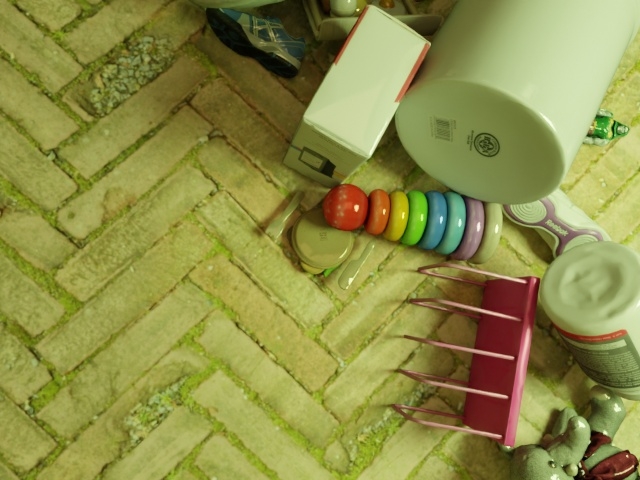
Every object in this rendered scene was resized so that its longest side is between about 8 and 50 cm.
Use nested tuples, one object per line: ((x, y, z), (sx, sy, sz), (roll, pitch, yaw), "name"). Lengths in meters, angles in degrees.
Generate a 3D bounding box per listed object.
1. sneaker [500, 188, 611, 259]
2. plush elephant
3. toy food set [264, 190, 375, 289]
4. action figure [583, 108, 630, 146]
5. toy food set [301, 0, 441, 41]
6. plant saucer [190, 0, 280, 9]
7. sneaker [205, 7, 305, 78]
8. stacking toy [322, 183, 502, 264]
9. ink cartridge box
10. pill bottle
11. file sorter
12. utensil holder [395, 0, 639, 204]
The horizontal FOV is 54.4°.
((0.477, -0.057, 1.249), (0.305, 0.114, 0.152), (38, 38, -22), "sneaker")
((0.456, 0.412, 1.125), (0.255, 0.272, 0.330), (29, 106, -30), "plush elephant")
((0.000, 0.000, 1.218), (0.192, 0.038, 0.132), (36, 73, 2), "toy food set")
((0.535, -0.244, 1.306), (0.232, 0.063, 0.137), (6, 92, -6), "action figure")
((0.078, -0.486, 1.183), (0.219, 0.092, 0.306), (-7, 50, -10), "toy food set")
((-0.081, -0.551, 1.157), (0.400, 0.100, 0.401), (-13, 55, 19), "plant saucer")
((-0.125, -0.403, 1.219), (0.211, 0.080, 0.081), (30, 74, -14), "sneaker")
((0.168, -0.044, 1.185), (0.329, 0.141, 0.141), (8, 83, -10), "stacking toy")
((0.049, -0.235, 1.106), (0.131, 0.306, 0.226), (28, 82, -5), "ink cartridge box")
((0.524, 0.158, 1.105), (0.176, 0.176, 0.318), (-50, 127, -10), "pill bottle")
((0.254, 0.197, 1.150), (0.182, 0.202, 0.291), (12, 83, -6), "file sorter")
((0.351, -0.303, 1.107), (0.327, 0.327, 0.386), (32, 67, -4), "utensil holder")
